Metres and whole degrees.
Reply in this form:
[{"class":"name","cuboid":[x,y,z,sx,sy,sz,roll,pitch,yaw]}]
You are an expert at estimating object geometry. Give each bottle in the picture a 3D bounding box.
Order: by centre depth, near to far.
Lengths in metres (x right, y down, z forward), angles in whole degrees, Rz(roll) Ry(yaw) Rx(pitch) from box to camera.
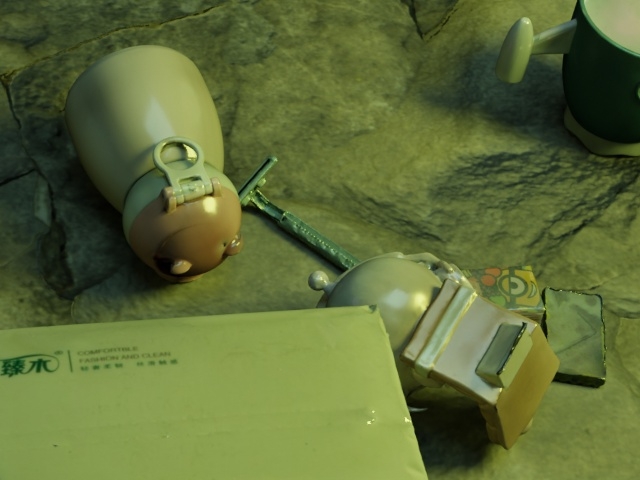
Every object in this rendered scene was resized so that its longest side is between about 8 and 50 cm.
[{"class":"bottle","cuboid":[-0.153,-0.065,1.600,0.147,0.148,0.237,-12,55,-20]}]

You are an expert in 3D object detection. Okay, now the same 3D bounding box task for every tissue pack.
[{"class":"tissue pack","cuboid":[-0.114,0.214,1.283,0.380,0.207,0.297,-4,41,-14]},{"class":"tissue pack","cuboid":[0.175,0.058,1.615,0.083,0.035,0.063,-2,48,-10]}]

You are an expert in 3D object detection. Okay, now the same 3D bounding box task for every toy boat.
[{"class":"toy boat","cuboid":[0.251,0.094,1.607,0.063,0.016,0.115,9,46,-2]}]

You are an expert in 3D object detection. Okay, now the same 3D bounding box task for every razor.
[{"class":"razor","cuboid":[0.001,0.003,1.642,0.211,0.036,0.084,36,75,15]}]

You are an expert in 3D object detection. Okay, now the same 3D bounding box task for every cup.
[{"class":"cup","cuboid":[0.340,-0.187,1.782,0.299,0.173,0.168,2,46,-9]}]

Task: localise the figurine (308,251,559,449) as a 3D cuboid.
[{"class":"figurine","cuboid":[0.094,0.093,1.508,0.236,0.141,0.163,20,68,22]}]
